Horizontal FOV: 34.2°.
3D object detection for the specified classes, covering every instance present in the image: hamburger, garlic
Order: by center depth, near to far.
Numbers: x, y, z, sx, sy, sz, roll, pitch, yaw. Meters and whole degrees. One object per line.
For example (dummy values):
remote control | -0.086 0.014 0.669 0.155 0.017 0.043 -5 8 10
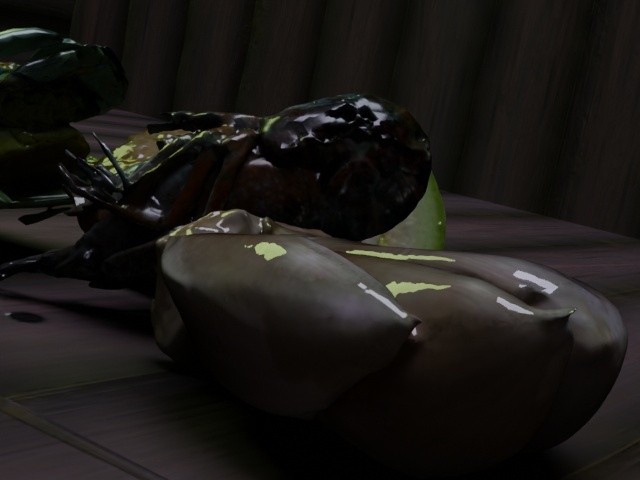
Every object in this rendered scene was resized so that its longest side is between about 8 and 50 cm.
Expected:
garlic | 0.046 0.059 0.633 0.279 0.132 0.325 3 9 -39
hamburger | -0.284 -0.070 0.915 0.276 0.151 0.260 -24 0 13

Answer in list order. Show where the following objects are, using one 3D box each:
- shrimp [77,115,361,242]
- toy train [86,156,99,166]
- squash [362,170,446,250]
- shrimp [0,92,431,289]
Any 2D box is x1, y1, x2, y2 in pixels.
shrimp | -0.020 -0.017 0.943 0.445 0.085 0.272 23 45 32
toy train | -0.310 -0.086 1.398 0.249 0.053 0.085 16 18 28
squash | 0.000 0.000 1.206 0.233 0.210 0.309 9 -20 -6
shrimp | -0.097 -0.033 0.823 0.372 0.137 0.172 -6 0 6
